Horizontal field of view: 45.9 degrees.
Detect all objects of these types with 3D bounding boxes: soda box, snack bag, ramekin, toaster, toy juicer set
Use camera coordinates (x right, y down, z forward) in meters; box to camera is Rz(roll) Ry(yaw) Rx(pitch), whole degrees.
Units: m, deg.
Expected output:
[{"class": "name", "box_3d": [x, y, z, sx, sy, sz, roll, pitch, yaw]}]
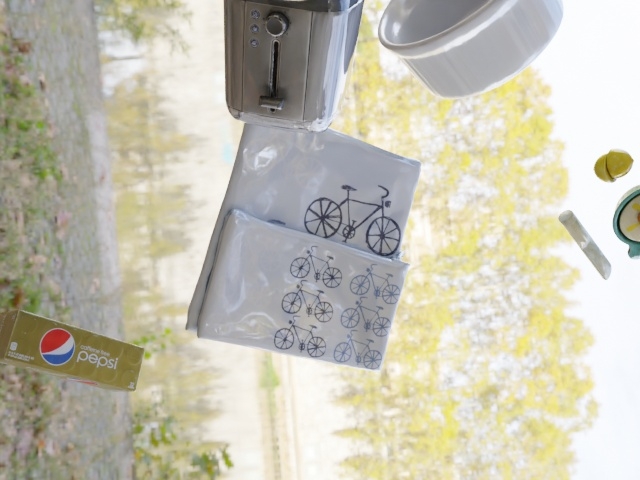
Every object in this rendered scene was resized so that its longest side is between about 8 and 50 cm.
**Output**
[{"class": "soda box", "box_3d": [-0.318, 0.143, 0.960, 0.058, 0.181, 0.061, -11, -118, 44]}, {"class": "snack bag", "box_3d": [0.000, 0.000, 1.081, 0.037, 0.323, 0.342, 9, -97, 59]}, {"class": "ramekin", "box_3d": [0.239, -0.350, 1.182, 0.135, 0.277, 0.277, 46, 20, -31]}, {"class": "toaster", "box_3d": [-0.026, -0.207, 0.790, 0.227, 0.129, 0.146, -71, 170, -61]}, {"class": "toy juicer set", "box_3d": [0.546, -0.061, 1.317, 0.329, 0.209, 0.089, -53, -157, 31]}]
